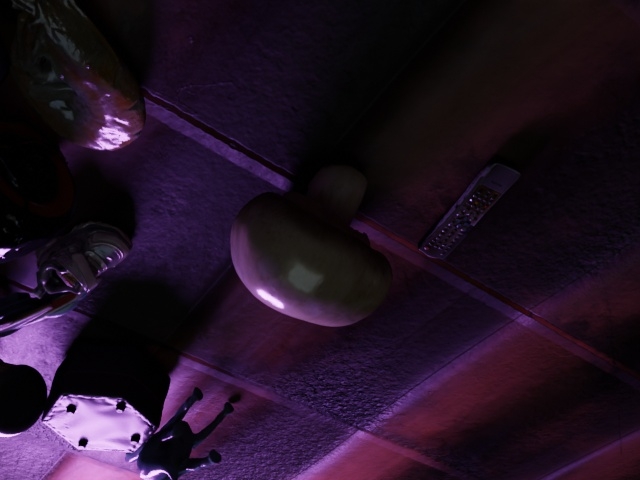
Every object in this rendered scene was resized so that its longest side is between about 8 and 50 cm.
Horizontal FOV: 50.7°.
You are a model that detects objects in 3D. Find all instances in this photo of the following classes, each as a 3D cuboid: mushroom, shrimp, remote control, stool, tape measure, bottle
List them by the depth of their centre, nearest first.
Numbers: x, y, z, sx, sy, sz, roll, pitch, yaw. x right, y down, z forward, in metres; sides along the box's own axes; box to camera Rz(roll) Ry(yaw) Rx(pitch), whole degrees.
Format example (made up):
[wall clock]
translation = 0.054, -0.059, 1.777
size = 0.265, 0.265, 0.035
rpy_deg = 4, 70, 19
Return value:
[shrimp]
translation = -0.348, -0.238, 0.878
size = 0.168, 0.077, 0.317
rpy_deg = -13, 134, 17
[tape measure]
translation = -0.441, -0.077, 0.931
size = 0.135, 0.223, 0.202
rpy_deg = -27, 107, 22
[mushroom]
translation = 0.000, 0.000, 1.006
size = 0.254, 0.260, 0.234
rpy_deg = 29, 91, -13
[remote control]
translation = 0.231, -0.046, 1.071
size = 0.059, 0.028, 0.212
rpy_deg = 20, 131, -21
[bottle]
translation = -0.661, 0.288, 1.311
size = 0.271, 0.143, 0.156
rpy_deg = 5, 113, 30
[stool]
translation = -0.425, 0.315, 1.346
size = 0.232, 0.141, 0.232
rpy_deg = 1, 133, 1

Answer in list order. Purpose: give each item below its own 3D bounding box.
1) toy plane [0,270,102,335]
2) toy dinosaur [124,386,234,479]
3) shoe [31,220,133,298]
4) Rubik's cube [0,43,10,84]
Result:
[toy plane]
translation = -0.537, 0.128, 1.193
size = 0.326, 0.223, 0.104
rpy_deg = -33, 84, 1
[toy dinosaur]
translation = -0.350, 0.459, 1.384
size = 0.331, 0.383, 0.129
rpy_deg = -37, 96, 15
[shoe]
translation = -0.402, 0.036, 1.119
size = 0.180, 0.092, 0.089
rpy_deg = -17, 130, 16
[Rubik's cube]
translation = -0.593, -0.238, 0.705
size = 0.343, 0.337, 0.345
rpy_deg = -4, 131, 5
